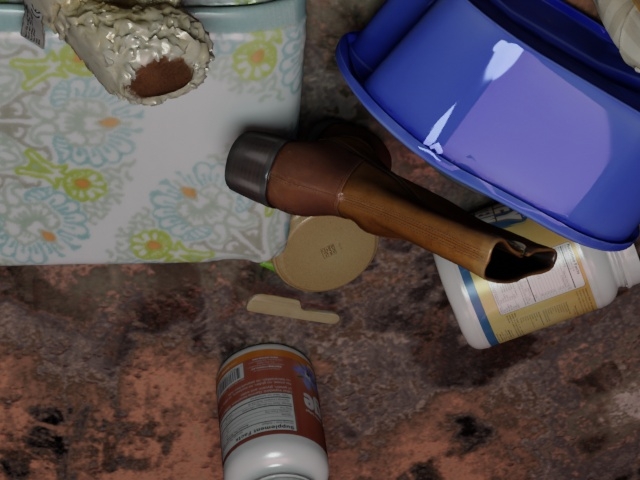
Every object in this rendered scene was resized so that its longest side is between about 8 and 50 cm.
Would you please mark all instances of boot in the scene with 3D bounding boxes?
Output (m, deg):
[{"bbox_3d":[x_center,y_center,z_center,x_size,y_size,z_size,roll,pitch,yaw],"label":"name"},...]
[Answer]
[{"bbox_3d":[0.092,-0.040,1.265,0.264,0.280,0.096,8,100,-64],"label":"boot"}]

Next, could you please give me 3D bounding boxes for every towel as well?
[{"bbox_3d":[-0.207,-0.115,1.310,0.374,0.090,0.320,0,133,-8],"label":"towel"}]

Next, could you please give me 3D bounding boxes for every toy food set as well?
[{"bbox_3d":[0.000,0.000,1.485,0.132,0.038,0.192,13,119,-27],"label":"toy food set"}]

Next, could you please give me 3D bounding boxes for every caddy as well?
[{"bbox_3d":[0.177,-0.121,1.257,0.341,0.241,0.179,27,116,-18],"label":"caddy"}]

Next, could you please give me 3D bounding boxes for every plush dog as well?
[{"bbox_3d":[-0.152,-0.276,1.116,0.225,0.210,0.262,-40,135,-25],"label":"plush dog"}]

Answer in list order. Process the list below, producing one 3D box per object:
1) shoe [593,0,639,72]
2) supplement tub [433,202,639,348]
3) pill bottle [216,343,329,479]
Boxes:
[{"bbox_3d":[0.302,-0.193,1.242,0.076,0.219,0.058,7,138,-36],"label":"shoe"},{"bbox_3d":[0.233,0.021,1.463,0.200,0.144,0.144,-21,131,9],"label":"supplement tub"},{"bbox_3d":[-0.054,0.233,1.556,0.121,0.216,0.121,-5,132,-5],"label":"pill bottle"}]
